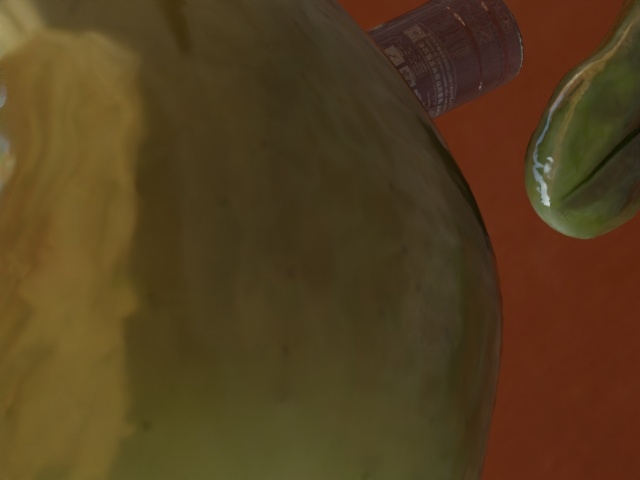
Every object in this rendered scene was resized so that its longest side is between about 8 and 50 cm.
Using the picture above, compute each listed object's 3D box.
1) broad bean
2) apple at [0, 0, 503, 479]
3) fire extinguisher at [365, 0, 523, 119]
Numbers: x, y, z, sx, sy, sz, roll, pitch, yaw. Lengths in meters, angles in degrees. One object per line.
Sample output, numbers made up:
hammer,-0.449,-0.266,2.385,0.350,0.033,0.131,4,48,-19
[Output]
broad bean,0.187,-0.087,0.877,0.072,0.207,0.153,15,123,26
apple,-0.091,0.049,0.609,0.357,0.357,0.357,50,167,15
fire extinguisher,0.014,-0.137,1.342,0.102,0.344,0.138,19,130,58
